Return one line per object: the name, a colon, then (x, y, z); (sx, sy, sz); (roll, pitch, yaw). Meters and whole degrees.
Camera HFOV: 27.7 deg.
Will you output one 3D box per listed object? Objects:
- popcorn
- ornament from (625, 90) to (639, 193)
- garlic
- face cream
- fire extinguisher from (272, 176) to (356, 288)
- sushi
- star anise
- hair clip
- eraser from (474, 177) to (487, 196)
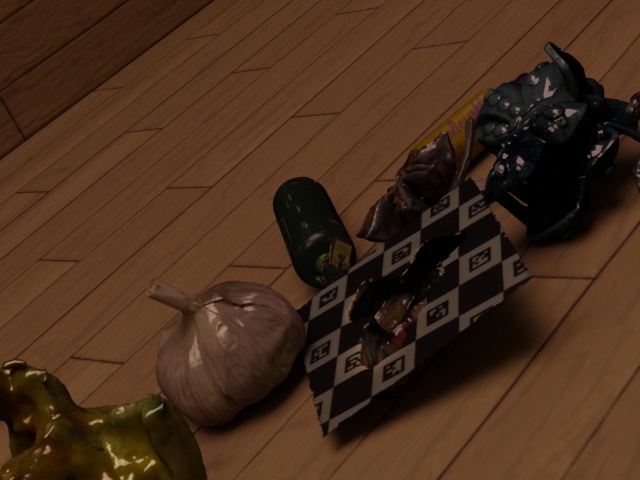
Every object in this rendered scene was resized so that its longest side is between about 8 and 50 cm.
popcorn: (-0.231, 0.292, 1.369); (0.326, 0.290, 0.321); (-46, 38, 13)
ornament: (0.426, -0.090, 1.527); (0.166, 0.196, 0.153); (-30, 4, -9)
garlic: (-0.144, 0.115, 1.708); (0.218, 0.212, 0.218); (-29, 30, 18)
face cream: (0.253, -0.187, 2.081); (0.273, 0.078, 0.078); (-40, 27, -28)
fire extinguisher: (0.000, 0.000, 1.952); (0.095, 0.114, 0.311); (-63, 17, 16)
sushi: (0.124, 0.093, 1.667); (0.320, 0.069, 0.339); (-39, 22, 9)
star anise: (0.144, -0.072, 1.879); (0.231, 0.089, 0.209); (-40, 14, 30)
hair clip: (0.326, -0.142, 1.799); (0.206, 0.194, 0.310); (-48, 17, 25)
eraser: (0.227, -0.072, 1.949); (0.083, 0.019, 0.038); (-15, 28, 25)
